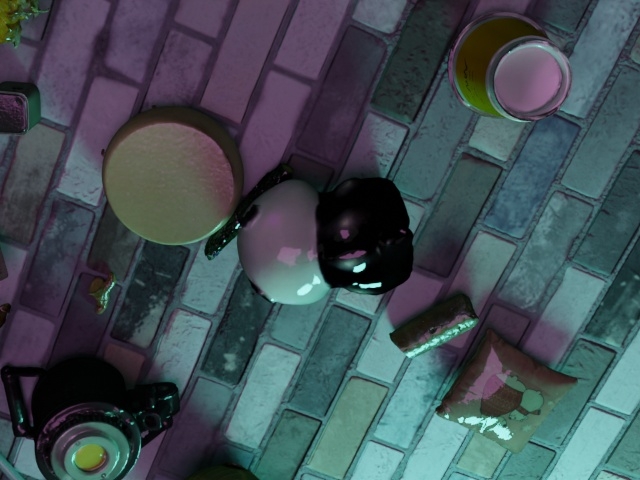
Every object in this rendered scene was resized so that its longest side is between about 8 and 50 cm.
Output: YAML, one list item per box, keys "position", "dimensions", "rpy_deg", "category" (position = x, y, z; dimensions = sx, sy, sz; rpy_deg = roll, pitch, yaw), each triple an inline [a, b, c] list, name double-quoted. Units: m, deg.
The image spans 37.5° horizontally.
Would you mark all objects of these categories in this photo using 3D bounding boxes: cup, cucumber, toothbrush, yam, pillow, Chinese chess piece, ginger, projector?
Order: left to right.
- position: [-0.715, 0.478, 2.067]
  dimensions: [0.030, 0.025, 0.342]
  rpy_deg: [-33, 107, 17]
  category: "toothbrush"
- position: [-0.573, -0.246, 1.753]
  dimensions: [0.083, 0.082, 0.083]
  rpy_deg: [4, 111, -2]
  category: "projector"
- position: [-0.449, 0.106, 1.916]
  dimensions: [0.048, 0.030, 0.097]
  rpy_deg: [21, 108, -9]
  category: "ginger"
- position: [-0.279, -0.123, 1.787]
  dimensions: [0.273, 0.102, 0.273]
  rpy_deg: [0, 113, 0]
  category: "Chinese chess piece"
- position: [-0.148, -0.055, 1.842]
  dimensions: [0.256, 0.043, 0.044]
  rpy_deg: [-46, 80, 18]
  category: "cucumber"
- position: [0.232, 0.176, 1.909]
  dimensions: [0.179, 0.078, 0.078]
  rpy_deg: [-31, 108, 11]
  category: "yam"
- position: [0.383, 0.320, 1.957]
  dimensions: [0.236, 0.084, 0.223]
  rpy_deg: [30, 108, -14]
  category: "pillow"
- position: [0.331, -0.293, 1.622]
  dimensions: [0.196, 0.279, 0.196]
  rpy_deg: [-1, 106, -2]
  category: "cup"

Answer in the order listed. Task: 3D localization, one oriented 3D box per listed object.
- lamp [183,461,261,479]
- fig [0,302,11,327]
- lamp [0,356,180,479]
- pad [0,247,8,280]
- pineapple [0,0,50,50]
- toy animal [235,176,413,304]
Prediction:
- position: [-0.227, 0.608, 2.007]
  dimensions: [0.284, 0.250, 0.250]
  rpy_deg: [-24, 112, 44]
  category: "lamp"
- position: [-0.720, 0.193, 1.886]
  dimensions: [0.250, 0.186, 0.203]
  rpy_deg: [-22, 120, -11]
  category: "fig"
- position: [-0.485, 0.373, 1.891]
  dimensions: [0.374, 0.272, 0.205]
  rpy_deg: [-3, 110, 2]
  category: "lamp"
- position: [-0.750, 0.052, 1.830]
  dimensions: [0.265, 0.009, 0.159]
  rpy_deg: [-22, 68, -5]
  category: "pad"
- position: [-0.593, -0.460, 1.653]
  dimensions: [0.344, 0.209, 0.286]
  rpy_deg: [27, 143, 16]
  category: "pineapple"
- position: [0.000, 0.000, 1.759]
  dimensions: [0.310, 0.251, 0.250]
  rpy_deg: [-12, 111, -7]
  category: "toy animal"
